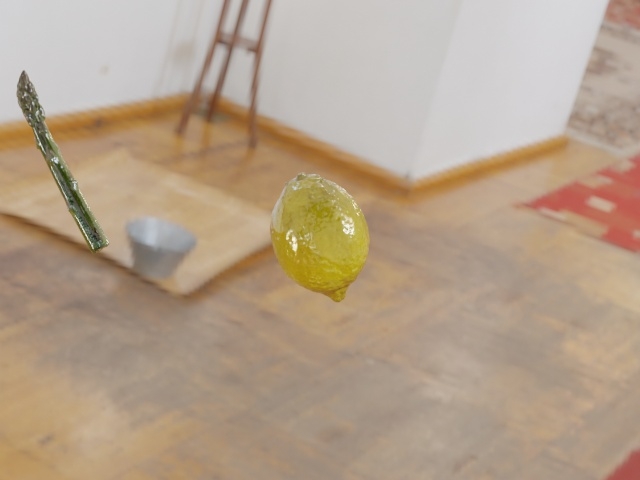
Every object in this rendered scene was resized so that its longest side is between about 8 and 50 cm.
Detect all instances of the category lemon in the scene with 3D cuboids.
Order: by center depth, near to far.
[{"bbox_3d":[0.000,0.000,0.918,0.065,0.092,0.065,-14,21,5],"label":"lemon"}]

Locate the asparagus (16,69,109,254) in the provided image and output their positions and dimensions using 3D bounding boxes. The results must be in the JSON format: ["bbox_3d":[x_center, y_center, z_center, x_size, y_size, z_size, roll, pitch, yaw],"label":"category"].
[{"bbox_3d":[-0.154,-0.045,0.834,0.015,0.114,0.014,-26,4,8],"label":"asparagus"}]
